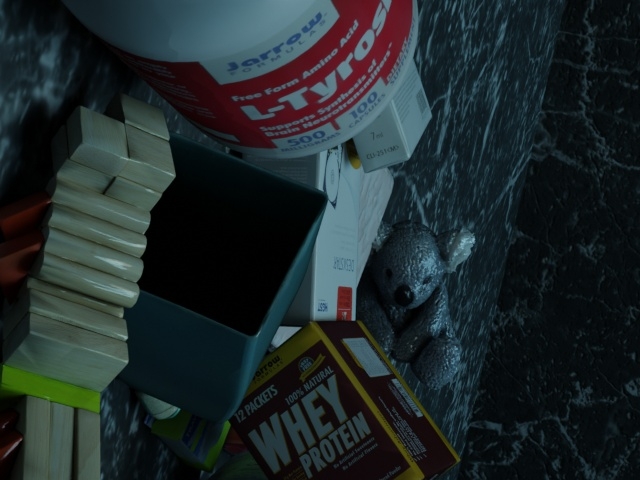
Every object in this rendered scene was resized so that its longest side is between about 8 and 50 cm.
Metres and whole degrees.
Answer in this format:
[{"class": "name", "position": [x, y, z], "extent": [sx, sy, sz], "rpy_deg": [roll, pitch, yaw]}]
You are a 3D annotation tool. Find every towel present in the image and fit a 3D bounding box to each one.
[{"class": "towel", "position": [0.000, 0.000, 1.886], "extent": [0.332, 0.053, 0.317], "rpy_deg": [55, 54, -70]}]

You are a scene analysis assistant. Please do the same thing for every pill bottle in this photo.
[{"class": "pill bottle", "position": [-0.068, -0.214, 1.086], "extent": [0.407, 0.229, 0.229], "rpy_deg": [41, 66, -73]}]

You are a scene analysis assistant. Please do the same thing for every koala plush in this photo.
[{"class": "koala plush", "position": [0.119, 0.060, 2.149], "extent": [0.203, 0.196, 0.221], "rpy_deg": [-72, 169, -53]}]

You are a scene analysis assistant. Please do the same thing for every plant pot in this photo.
[{"class": "plant pot", "position": [-0.109, 0.054, 1.369], "extent": [0.234, 0.165, 0.166], "rpy_deg": [101, 14, -56]}]

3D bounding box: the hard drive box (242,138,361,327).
[{"class": "hard drive box", "position": [-0.021, -0.022, 1.618], "extent": [0.181, 0.089, 0.232], "rpy_deg": [9, 84, -75]}]

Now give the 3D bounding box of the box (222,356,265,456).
[{"class": "box", "position": [-0.024, 0.251, 1.928], "extent": [0.257, 0.122, 0.128], "rpy_deg": [63, 47, -69]}]

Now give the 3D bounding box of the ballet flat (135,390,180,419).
[{"class": "ballet flat", "position": [-0.136, 0.103, 1.520], "extent": [0.052, 0.057, 0.168], "rpy_deg": [49, 49, -32]}]

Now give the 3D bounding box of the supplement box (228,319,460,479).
[{"class": "supplement box", "position": [0.021, 0.195, 1.539], "extent": [0.129, 0.191, 0.194], "rpy_deg": [-38, 168, 12]}]

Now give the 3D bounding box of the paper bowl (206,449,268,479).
[{"class": "paper bowl", "position": [-0.045, 0.387, 1.697], "extent": [0.148, 0.284, 0.284], "rpy_deg": [-38, 142, -57]}]

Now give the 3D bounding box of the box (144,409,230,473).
[{"class": "box", "position": [-0.133, 0.178, 1.623], "extent": [0.178, 0.042, 0.109], "rpy_deg": [68, 40, -67]}]

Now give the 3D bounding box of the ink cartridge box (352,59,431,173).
[{"class": "ink cartridge box", "position": [0.055, -0.220, 1.707], "extent": [0.275, 0.060, 0.239], "rpy_deg": [-56, 128, -73]}]

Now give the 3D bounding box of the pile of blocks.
[{"class": "pile of blocks", "position": [-0.216, 0.052, 1.132], "extent": [0.112, 0.149, 0.362], "rpy_deg": [22, 71, -32]}]
